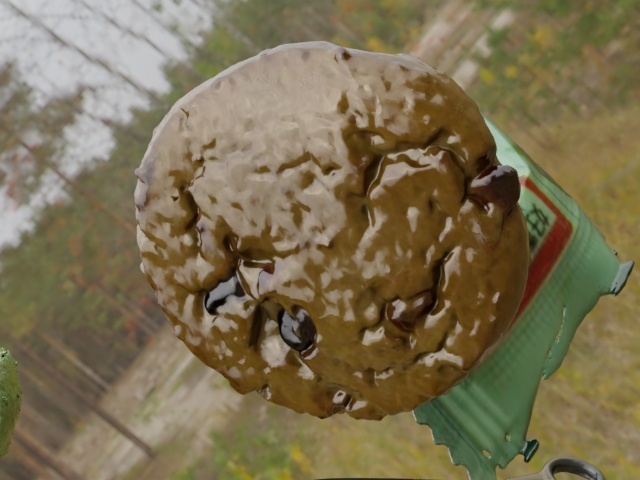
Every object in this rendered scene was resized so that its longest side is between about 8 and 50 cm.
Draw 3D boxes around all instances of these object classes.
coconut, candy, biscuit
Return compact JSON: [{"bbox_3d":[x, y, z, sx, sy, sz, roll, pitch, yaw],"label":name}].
[{"bbox_3d":[-0.286,0.150,1.166,0.133,0.055,0.158,-53,24,31],"label":"coconut"},{"bbox_3d":[0.142,0.036,1.312,0.172,0.263,0.398,-41,10,43],"label":"candy"},{"bbox_3d":[-0.001,0.001,0.956,0.296,0.296,0.075,-45,-1,31],"label":"biscuit"}]

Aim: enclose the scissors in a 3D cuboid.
[{"bbox_3d":[0.095,0.172,0.916,0.088,0.220,0.017,-100,20,-52],"label":"scissors"}]
